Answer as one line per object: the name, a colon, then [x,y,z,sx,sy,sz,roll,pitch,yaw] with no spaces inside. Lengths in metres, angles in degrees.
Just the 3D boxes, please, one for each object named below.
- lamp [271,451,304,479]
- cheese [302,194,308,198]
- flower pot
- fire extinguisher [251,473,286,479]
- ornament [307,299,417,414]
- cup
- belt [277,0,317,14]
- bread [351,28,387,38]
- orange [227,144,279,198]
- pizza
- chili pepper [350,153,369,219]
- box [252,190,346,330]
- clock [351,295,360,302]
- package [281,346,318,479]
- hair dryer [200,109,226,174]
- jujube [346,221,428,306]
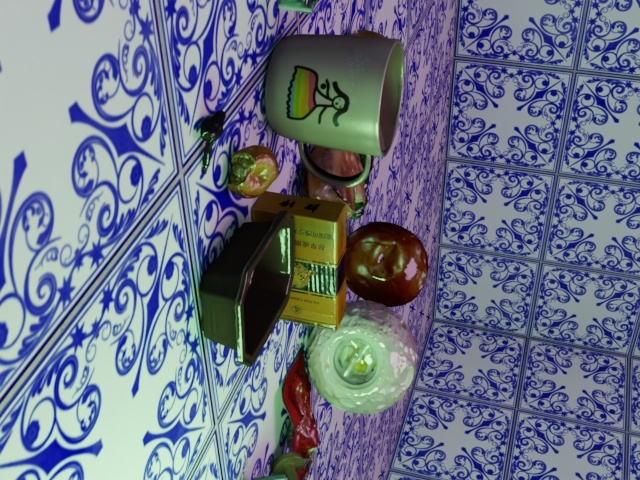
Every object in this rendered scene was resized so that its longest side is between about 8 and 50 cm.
lamp: [-0.033,0.542,1.765,0.215,0.121,0.121,-118,-162,-45]
cheese: [0.000,0.000,1.796,0.244,0.062,0.155,68,30,-44]
flower pot: [-0.116,0.066,1.337,0.251,0.084,0.179,-61,156,-55]
fire extinguisher: [-0.105,0.536,1.650,0.105,0.104,0.269,-63,157,-51]
ornament: [0.097,0.265,1.958,0.225,0.259,0.260,3,96,-78]
cup: [0.021,-0.217,1.443,0.191,0.200,0.253,-46,143,-66]
belt: [-0.042,-0.445,1.284,0.147,0.082,0.163,32,74,-63]
bread: [0.101,-0.402,1.840,0.125,0.106,0.082,-58,154,-62]
orange: [-0.104,-0.106,1.305,0.086,0.062,0.086,-19,128,-26]
pizza: [0.025,-0.127,1.755,0.305,0.085,0.162,-52,126,-69]
chili pepper: [0.085,-0.151,2.036,0.098,0.060,0.225,-51,150,-50]
box: [-0.035,0.038,1.498,0.070,0.152,0.237,-63,157,-49]
clock: [0.094,0.255,2.337,0.159,0.065,0.211,-45,141,-68]
package: [-0.040,0.391,1.895,0.194,0.071,0.270,-85,174,-63]
hair dryer: [-0.153,-0.134,1.192,0.079,0.031,0.083,-73,-179,-61]
jujube: [0.159,0.066,2.144,0.318,0.222,0.223,66,35,-79]
